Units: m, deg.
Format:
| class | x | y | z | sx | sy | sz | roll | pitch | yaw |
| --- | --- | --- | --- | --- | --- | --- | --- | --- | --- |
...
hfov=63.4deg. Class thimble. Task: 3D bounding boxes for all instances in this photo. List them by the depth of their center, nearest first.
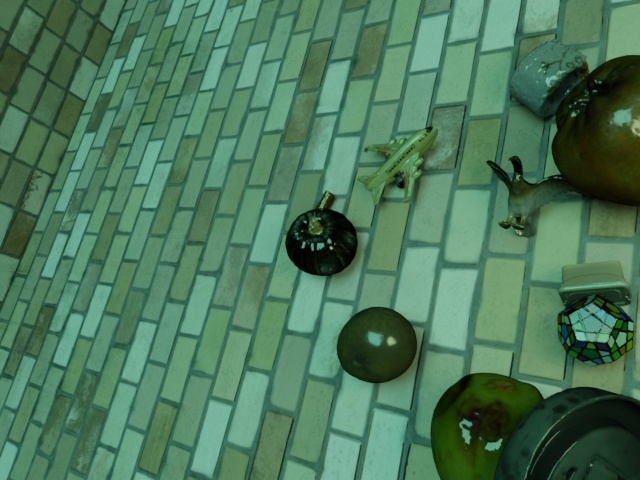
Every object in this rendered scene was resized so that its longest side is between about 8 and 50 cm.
| class | x | y | z | sx | sy | sz | roll | pitch | yaw |
| --- | --- | --- | --- | --- | --- | --- | --- | --- | --- |
| thimble | 0.521 | -0.373 | 1.191 | 0.151 | 0.127 | 0.117 | -40 | 54 | 5 |

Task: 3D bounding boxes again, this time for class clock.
| class | x | y | z | sx | sy | sz | roll | pitch | yaw |
| --- | --- | --- | --- | --- | --- | --- | --- | --- | --- |
| clock | 0.415 | 0.390 | 0.813 | 0.324 | 0.325 | 0.067 | -63 | 20 | -6 |

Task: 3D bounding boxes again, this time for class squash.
| class | x | y | z | sx | sy | sz | roll | pitch | yaw |
| --- | --- | --- | --- | --- | --- | --- | --- | --- | --- |
| squash | 0.002 | 0.004 | 1.352 | 0.194 | 0.156 | 0.193 | -2 | 74 | 7 |

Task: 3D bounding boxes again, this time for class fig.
| class | x | y | z | sx | sy | sz | roll | pitch | yaw |
| --- | --- | --- | --- | --- | --- | --- | --- | --- | --- |
| fig | 0.314 | 0.383 | 0.942 | 0.240 | 0.240 | 0.270 | 20 | 112 | 38 |

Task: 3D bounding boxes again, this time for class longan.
| class | x | y | z | sx | sy | sz | roll | pitch | yaw |
| --- | --- | --- | --- | --- | --- | --- | --- | --- | --- |
| longan | 0.125 | 0.234 | 1.158 | 0.187 | 0.167 | 0.167 | -27 | 57 | 19 |

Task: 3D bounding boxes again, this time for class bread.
| class | x | y | z | sx | sy | sz | roll | pitch | yaw |
| --- | --- | --- | --- | --- | --- | --- | --- | --- | --- |
| bread | 0.010 | -0.100 | 1.461 | 0.036 | 0.047 | 0.083 | 29 | 88 | 8 |

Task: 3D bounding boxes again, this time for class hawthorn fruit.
| class | x | y | z | sx | sy | sz | roll | pitch | yaw |
| --- | --- | --- | --- | --- | --- | --- | --- | --- | --- |
| hawthorn fruit | 0.596 | -0.186 | 0.959 | 0.301 | 0.268 | 0.267 | 31 | 87 | -4 |

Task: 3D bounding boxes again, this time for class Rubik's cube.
| class | x | y | z | sx | sy | sz | roll | pitch | yaw |
| --- | --- | --- | --- | --- | --- | --- | --- | --- | --- |
| Rubik's cube | 0.510 | 0.167 | 0.967 | 0.112 | 0.133 | 0.132 | -5 | 64 | 4 |

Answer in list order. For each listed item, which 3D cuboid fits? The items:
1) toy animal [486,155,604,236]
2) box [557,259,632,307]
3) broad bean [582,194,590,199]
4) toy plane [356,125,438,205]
| class | x | y | z | sx | sy | sz | roll | pitch | yaw |
| --- | --- | --- | --- | --- | --- | --- | --- | --- | --- |
| toy animal | 0.432 | -0.097 | 1.087 | 0.273 | 0.197 | 0.160 | 15 | 89 | 42 |
| box | 0.531 | 0.086 | 1.009 | 0.122 | 0.089 | 0.062 | -10 | 54 | 29 |
| broad bean | 0.617 | -0.223 | 1.116 | 0.060 | 0.043 | 0.297 | 3 | 72 | 44 |
| toy plane | 0.209 | -0.204 | 1.345 | 0.244 | 0.092 | 0.228 | -38 | 52 | 13 |
